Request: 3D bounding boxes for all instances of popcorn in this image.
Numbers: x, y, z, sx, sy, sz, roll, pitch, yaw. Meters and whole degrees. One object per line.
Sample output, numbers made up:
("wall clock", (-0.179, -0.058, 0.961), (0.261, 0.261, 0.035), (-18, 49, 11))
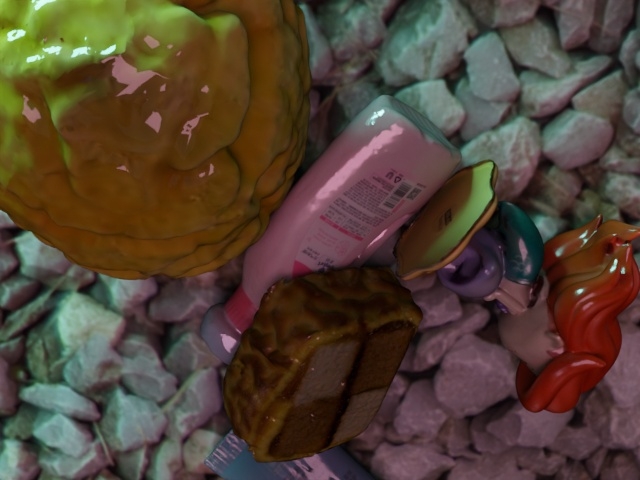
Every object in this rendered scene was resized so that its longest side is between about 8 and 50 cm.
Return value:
("popcorn", (-0.180, -0.144, 0.988), (0.344, 0.354, 0.390), (-6, 102, -6))

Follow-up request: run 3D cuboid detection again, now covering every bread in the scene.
("bread", (0.000, 0.131, 1.135), (0.181, 0.096, 0.222), (-5, 133, -34))

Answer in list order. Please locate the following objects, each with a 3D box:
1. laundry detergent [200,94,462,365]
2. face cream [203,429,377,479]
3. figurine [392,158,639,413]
("laundry detergent", (0.000, 0.000, 1.142), (0.335, 0.088, 0.159), (-48, 141, 17))
("face cream", (0.051, 0.333, 1.260), (0.385, 0.086, 0.135), (40, 101, -4))
("figurine", (0.228, 0.047, 1.122), (0.257, 0.181, 0.208), (40, 76, -16))
